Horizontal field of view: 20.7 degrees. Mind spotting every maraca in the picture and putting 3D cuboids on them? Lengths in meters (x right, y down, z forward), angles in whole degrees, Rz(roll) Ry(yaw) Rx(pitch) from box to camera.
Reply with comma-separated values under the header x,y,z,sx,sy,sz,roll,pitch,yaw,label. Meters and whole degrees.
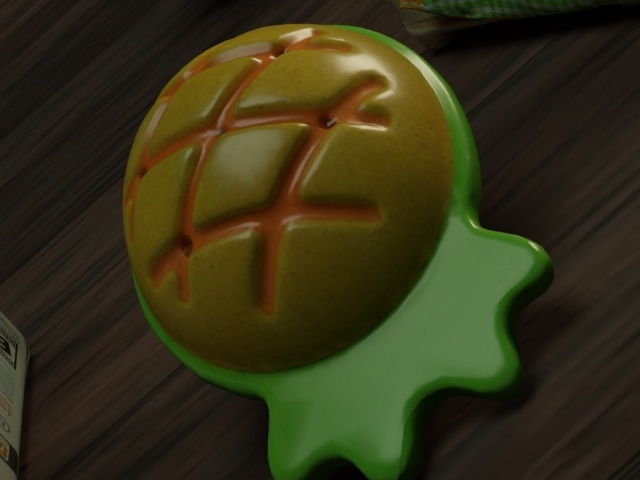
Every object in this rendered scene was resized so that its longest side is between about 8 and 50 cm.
x,y,z,sx,sy,sz,roll,pitch,yaw,label
0.000,0.000,0.563,0.127,0.099,0.186,-43,47,9,maraca

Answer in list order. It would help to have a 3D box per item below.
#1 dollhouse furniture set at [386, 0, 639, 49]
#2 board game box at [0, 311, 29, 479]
x,y,z,sx,sy,sz,roll,pitch,yaw,label
0.128,-0.235,0.710,0.301,0.151,0.197,-52,25,-24,dollhouse furniture set
-0.213,0.056,0.627,0.097,0.224,0.303,-37,22,9,board game box
